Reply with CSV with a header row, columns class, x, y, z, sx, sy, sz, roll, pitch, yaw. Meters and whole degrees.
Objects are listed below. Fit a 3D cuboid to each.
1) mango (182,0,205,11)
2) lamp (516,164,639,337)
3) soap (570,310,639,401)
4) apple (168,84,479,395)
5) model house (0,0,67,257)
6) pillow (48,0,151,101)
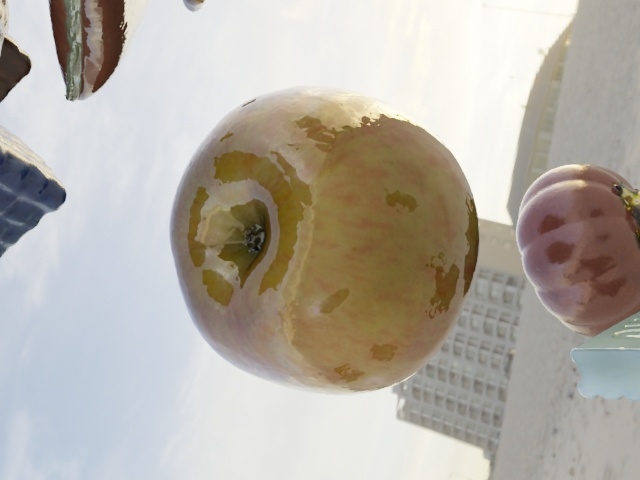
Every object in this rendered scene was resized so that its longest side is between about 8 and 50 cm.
class,x,y,z,sx,sy,sz,roll,pitch,yaw
mango,-0.283,-0.558,1.501,0.127,0.063,0.077,156,126,-73
lamp,0.470,0.008,1.115,0.305,0.239,0.306,27,-131,-37
soap,0.418,0.133,0.830,0.198,0.119,0.067,-17,-89,-36
apple,0.000,0.000,0.830,0.346,0.391,0.392,15,-90,-55
model house,-0.321,-0.121,0.534,0.251,0.329,0.295,42,-139,-52
pillow,-0.158,-0.210,0.482,0.179,0.075,0.172,134,151,-66
